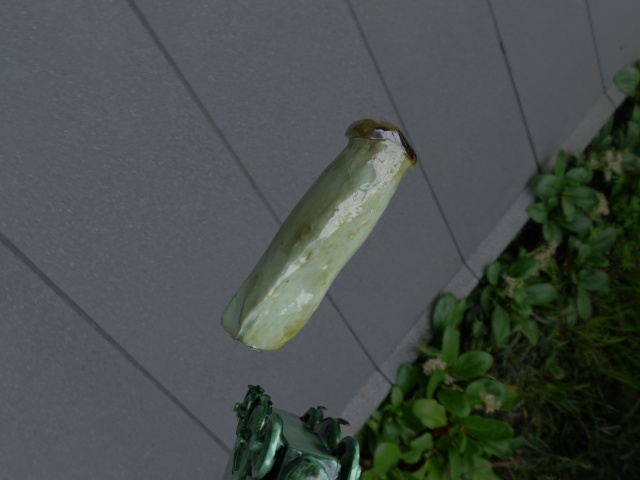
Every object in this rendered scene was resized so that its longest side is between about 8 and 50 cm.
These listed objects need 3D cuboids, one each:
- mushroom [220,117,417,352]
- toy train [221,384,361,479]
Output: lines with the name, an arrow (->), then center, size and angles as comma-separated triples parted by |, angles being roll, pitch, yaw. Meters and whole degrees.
mushroom -> 0.000, 0.000, 0.704 | 0.100, 0.081, 0.312 | 27, 106, -32
toy train -> -0.030, 0.156, 0.389 | 0.071, 0.178, 0.105 | 22, 81, -8
